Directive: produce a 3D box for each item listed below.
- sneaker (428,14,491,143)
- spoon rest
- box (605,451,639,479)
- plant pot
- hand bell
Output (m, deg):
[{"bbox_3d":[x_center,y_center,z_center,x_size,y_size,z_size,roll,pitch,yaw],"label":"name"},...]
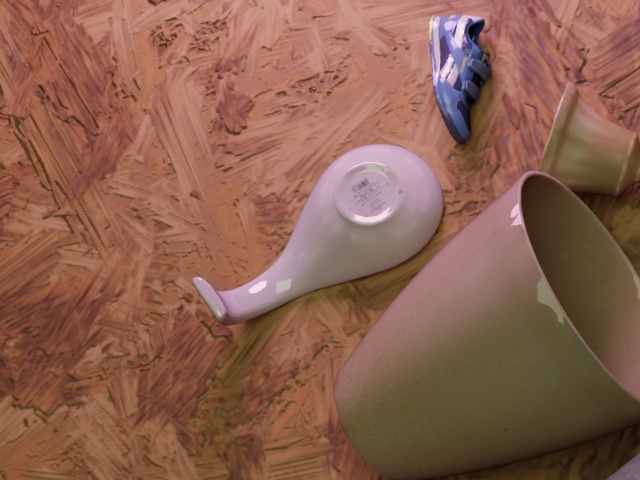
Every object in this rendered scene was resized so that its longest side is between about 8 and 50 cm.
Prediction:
[{"bbox_3d":[0.148,-0.172,1.991,0.059,0.053,0.144,-8,73,13],"label":"sneaker"},{"bbox_3d":[0.000,0.000,1.983,0.276,0.084,0.137,-32,68,-8],"label":"spoon rest"},{"bbox_3d":[0.328,0.308,1.788,0.293,0.057,0.201,-40,66,3],"label":"box"},{"bbox_3d":[0.157,0.113,1.821,0.274,0.256,0.256,-34,66,24],"label":"plant pot"},{"bbox_3d":[0.342,-0.064,1.886,0.242,0.126,0.126,17,80,8],"label":"hand bell"}]
